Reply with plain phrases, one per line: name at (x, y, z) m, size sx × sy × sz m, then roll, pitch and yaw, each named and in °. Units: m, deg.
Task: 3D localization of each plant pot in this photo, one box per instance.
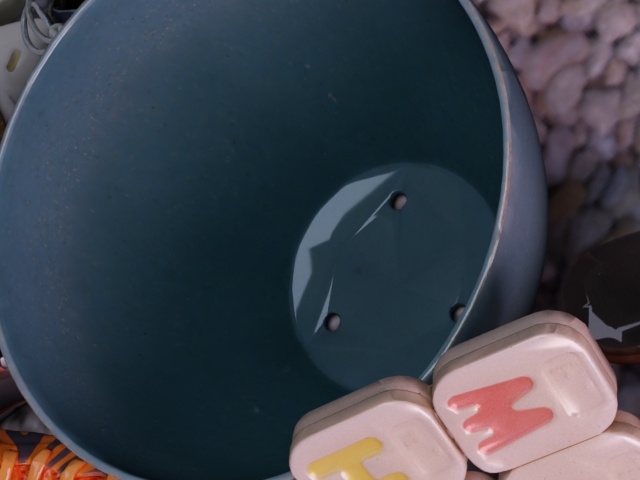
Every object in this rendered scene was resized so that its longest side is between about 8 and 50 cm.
plant pot at (0.000, 0.000, 0.863) m, size 0.290 × 0.195 × 0.290 m, roll -9°, pitch 71°, yaw 27°

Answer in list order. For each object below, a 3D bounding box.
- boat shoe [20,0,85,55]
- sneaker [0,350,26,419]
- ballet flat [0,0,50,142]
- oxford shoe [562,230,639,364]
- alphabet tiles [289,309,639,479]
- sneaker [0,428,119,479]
boat shoe at (-0.132, -0.141, 1.017) m, size 0.095 × 0.079 × 0.254 m, roll 13°, pitch 98°, yaw 37°
sneaker at (-0.187, 0.071, 1.023) m, size 0.158 × 0.065 × 0.061 m, roll -32°, pitch 63°, yaw 18°
ballet flat at (-0.233, -0.142, 1.101) m, size 0.124 × 0.116 × 0.342 m, roll -22°, pitch 61°, yaw 0°
oxford shoe at (0.226, 0.015, 0.814) m, size 0.212 × 0.076 × 0.076 m, roll -12°, pitch 67°, yaw 9°
alphabet tiles at (0.113, 0.161, 0.733) m, size 0.278 × 0.284 × 0.021 m, roll -25°, pitch 26°, yaw 20°
sneaker at (-0.169, 0.157, 0.920) m, size 0.321 × 0.180 × 0.124 m, roll -2°, pitch 75°, yaw 29°
